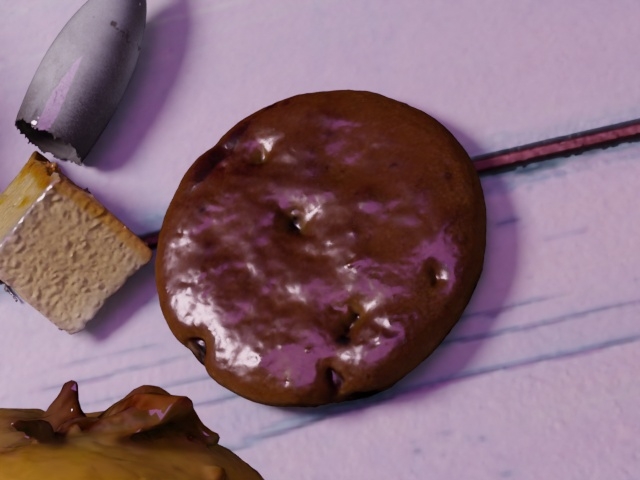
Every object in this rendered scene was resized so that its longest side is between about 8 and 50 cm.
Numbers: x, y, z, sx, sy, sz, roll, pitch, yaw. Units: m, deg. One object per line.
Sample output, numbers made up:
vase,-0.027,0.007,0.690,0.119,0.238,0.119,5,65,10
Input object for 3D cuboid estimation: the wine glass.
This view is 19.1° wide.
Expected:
wine glass,-0.135,-0.145,1.239,0.066,0.066,0.198,20,73,23

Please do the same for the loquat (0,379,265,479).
loquat,-0.125,0.201,0.956,0.274,0.275,0.275,-6,64,13

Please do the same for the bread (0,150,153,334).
bread,-0.170,0.002,1.196,0.084,0.080,0.109,-49,21,-3

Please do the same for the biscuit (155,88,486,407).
biscuit,0.000,0.000,1.144,0.212,0.036,0.212,-6,63,12
